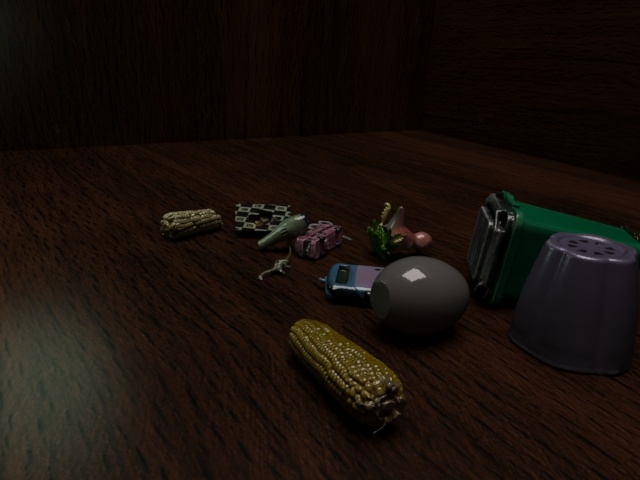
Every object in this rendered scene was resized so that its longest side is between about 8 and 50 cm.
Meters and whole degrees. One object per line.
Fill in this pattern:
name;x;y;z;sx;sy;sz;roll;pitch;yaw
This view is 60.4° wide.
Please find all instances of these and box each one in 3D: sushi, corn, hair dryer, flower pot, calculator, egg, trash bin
sushi;-0.192;-0.062;1.840;0.193;0.040;0.210;2;27;-7
corn;0.036;0.232;1.005;0.106;0.106;0.305;-9;19;-30
hair dryer;-0.125;-0.030;1.698;0.167;0.067;0.199;-31;11;-9
flower pot;0.557;0.121;1.190;0.265;0.243;0.265;0;21;0
corn;-0.404;-0.061;1.741;0.211;0.087;0.087;-18;29;-42
calculator;0.141;0.115;1.404;0.293;0.051;0.173;6;22;6
egg;0.226;0.122;1.219;0.232;0.176;0.176;3;18;-31
trash bin;0.594;0.036;1.436;0.381;0.259;0.295;12;21;4

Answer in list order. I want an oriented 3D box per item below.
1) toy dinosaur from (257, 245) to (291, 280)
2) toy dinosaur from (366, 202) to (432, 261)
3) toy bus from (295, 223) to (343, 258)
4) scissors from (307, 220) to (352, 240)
toy dinosaur;-0.106;0.067;1.512;0.058;0.037;0.180;16;24;20
toy dinosaur;0.246;-0.012;1.630;0.177;0.194;0.152;-23;17;-9
toy bus;0.000;0.000;1.678;0.090;0.063;0.203;9;19;23
scissors;0.040;-0.030;1.836;0.100;0.015;0.189;-15;29;-38
